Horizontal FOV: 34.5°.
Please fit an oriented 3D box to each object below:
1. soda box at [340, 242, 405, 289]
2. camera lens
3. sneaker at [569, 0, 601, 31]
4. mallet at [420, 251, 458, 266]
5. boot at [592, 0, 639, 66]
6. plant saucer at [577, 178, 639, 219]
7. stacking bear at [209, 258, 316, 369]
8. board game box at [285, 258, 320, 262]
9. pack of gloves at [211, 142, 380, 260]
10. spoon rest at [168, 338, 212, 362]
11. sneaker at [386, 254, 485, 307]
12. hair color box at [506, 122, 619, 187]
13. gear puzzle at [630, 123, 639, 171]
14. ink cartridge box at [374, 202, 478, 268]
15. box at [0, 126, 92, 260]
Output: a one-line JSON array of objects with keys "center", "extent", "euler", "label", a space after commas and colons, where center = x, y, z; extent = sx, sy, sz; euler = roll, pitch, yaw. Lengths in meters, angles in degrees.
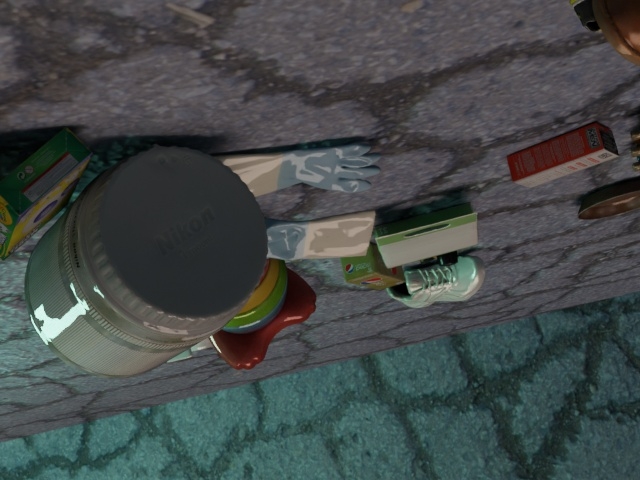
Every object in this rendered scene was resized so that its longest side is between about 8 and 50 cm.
[{"center": [0.097, 0.048, 1.901], "extent": [0.058, 0.061, 0.181], "euler": [-17, 166, 19], "label": "soda box"}, {"center": [-0.208, 0.033, 1.203], "extent": [0.219, 0.220, 0.274], "euler": [-4, 164, -33], "label": "camera lens"}, {"center": [0.273, -0.221, 1.022], "extent": [0.031, 0.035, 0.083], "euler": [-23, 163, 40], "label": "sneaker"}, {"center": [0.221, 0.035, 1.962], "extent": [0.039, 0.062, 0.190], "euler": [-10, 167, -10], "label": "mallet"}, {"center": [0.394, -0.241, 0.889], "extent": [0.283, 0.109, 0.220], "euler": [-8, 167, -29], "label": "boot"}, {"center": [0.550, -0.078, 1.888], "extent": [0.168, 0.029, 0.168], "euler": [-11, 167, -3], "label": "plant saucer"}, {"center": [-0.124, 0.044, 1.482], "extent": [0.175, 0.164, 0.289], "euler": [-42, 158, -12], "label": "stacking bear"}, {"center": [0.000, 0.000, 1.687], "extent": [0.103, 0.026, 0.154], "euler": [-5, 164, -31], "label": "board game box"}, {"center": [-0.040, -0.052, 1.318], "extent": [0.232, 0.046, 0.195], "euler": [-6, 136, -17], "label": "pack of gloves"}, {"center": [-0.270, 0.194, 2.161], "extent": [0.137, 0.084, 0.276], "euler": [-13, 180, 5], "label": "spoon rest"}, {"center": [0.235, 0.089, 2.154], "extent": [0.232, 0.090, 0.115], "euler": [-25, 159, 38], "label": "sneaker"}, {"center": [0.349, -0.121, 1.487], "extent": [0.141, 0.043, 0.072], "euler": [-20, 165, 30], "label": "hair color box"}, {"center": [0.520, -0.175, 1.450], "extent": [0.175, 0.044, 0.339], "euler": [-15, 164, 14], "label": "gear puzzle"}, {"center": [0.175, -0.019, 1.719], "extent": [0.171, 0.056, 0.235], "euler": [-15, 163, 5], "label": "ink cartridge box"}, {"center": [-0.305, -0.042, 1.088], "extent": [0.105, 0.043, 0.179], "euler": [-47, -174, -28], "label": "box"}]
